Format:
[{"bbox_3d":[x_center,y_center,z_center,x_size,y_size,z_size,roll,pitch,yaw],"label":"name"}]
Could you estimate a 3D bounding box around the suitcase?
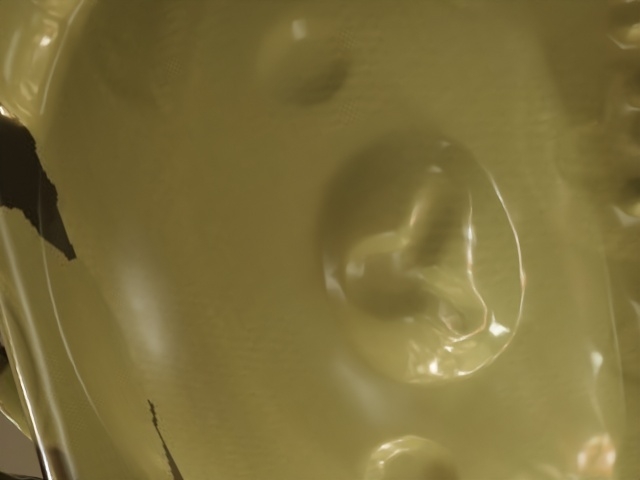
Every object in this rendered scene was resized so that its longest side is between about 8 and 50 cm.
[{"bbox_3d":[0.000,0.000,0.559,0.339,0.194,0.351,-11,-80,17],"label":"suitcase"}]
